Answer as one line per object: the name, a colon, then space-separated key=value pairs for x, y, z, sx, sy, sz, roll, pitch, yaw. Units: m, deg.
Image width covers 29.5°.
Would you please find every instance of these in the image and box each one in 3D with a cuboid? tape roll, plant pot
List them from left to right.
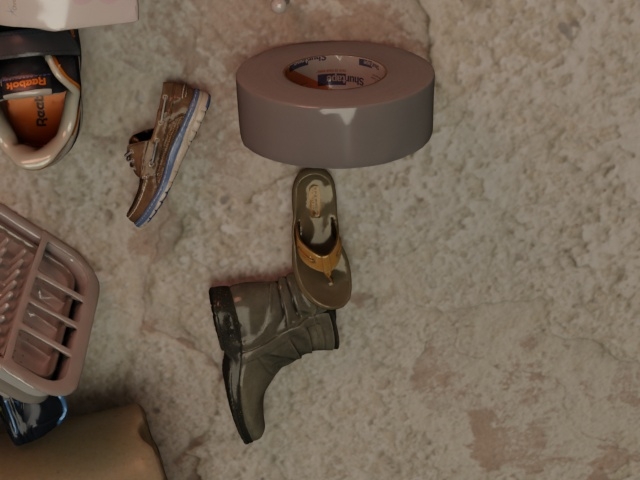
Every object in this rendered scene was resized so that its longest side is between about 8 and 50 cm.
plant pot: x=-0.337 y=0.357 z=1.536 sx=0.305 sy=0.334 sz=0.334 roll=-19 pitch=118 yaw=-9
tape roll: x=0.016 y=-0.154 z=1.348 sx=0.219 sy=0.219 sz=0.072 roll=-3 pitch=117 yaw=-5

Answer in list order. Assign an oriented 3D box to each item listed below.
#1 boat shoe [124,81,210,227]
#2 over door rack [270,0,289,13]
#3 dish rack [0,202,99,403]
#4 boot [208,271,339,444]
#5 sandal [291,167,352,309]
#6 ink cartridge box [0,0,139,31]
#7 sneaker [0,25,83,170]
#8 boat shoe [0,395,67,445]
boat shoe: x=-0.196 y=-0.105 z=1.441 sx=0.066 sy=0.066 sz=0.183 roll=24 pitch=102 yaw=-12
over door rack: x=-0.081 y=-0.421 z=1.265 sx=0.324 sy=0.108 sz=0.239 roll=39 pitch=106 yaw=-22
dish rack: x=-0.412 y=0.037 z=1.362 sx=0.333 sy=0.285 sz=0.072 roll=37 pitch=113 yaw=-21
boot: x=-0.048 y=0.151 z=1.578 sx=0.161 sy=0.083 sz=0.246 roll=-11 pitch=119 yaw=-8
sandal: x=0.000 y=0.000 z=1.496 sx=0.072 sy=0.049 sz=0.180 roll=-8 pitch=99 yaw=-9
ink cartridge box: x=-0.304 y=-0.303 z=1.212 sx=0.232 sy=0.066 sz=0.189 roll=-12 pitch=119 yaw=-22
sneaker: x=-0.322 y=-0.230 z=1.326 sx=0.126 sy=0.127 sz=0.321 roll=-9 pitch=116 yaw=-1
boat shoe: x=-0.411 y=0.131 z=1.457 sx=0.089 sy=0.109 sz=0.258 roll=-39 pitch=81 yaw=-23
